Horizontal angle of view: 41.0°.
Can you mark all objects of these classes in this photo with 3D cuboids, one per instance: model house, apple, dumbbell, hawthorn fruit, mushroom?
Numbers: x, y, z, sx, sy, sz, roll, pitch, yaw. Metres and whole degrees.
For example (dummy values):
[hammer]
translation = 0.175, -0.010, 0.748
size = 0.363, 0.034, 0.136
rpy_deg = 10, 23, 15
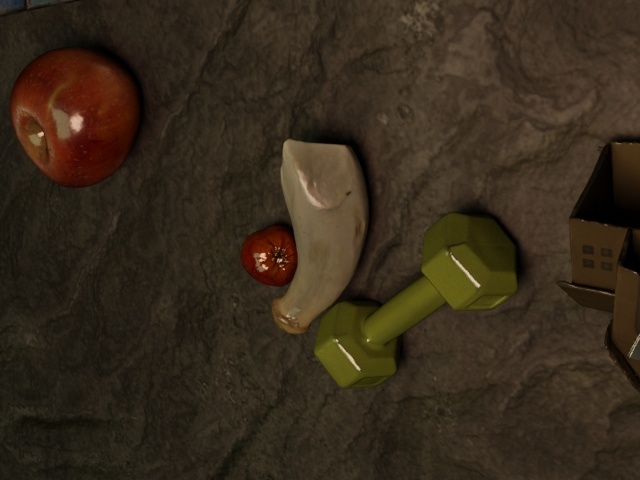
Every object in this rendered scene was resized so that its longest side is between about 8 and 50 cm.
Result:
[model house]
translation = 0.342, 0.066, 0.822
size = 0.211, 0.204, 0.243
rpy_deg = 14, 136, 32
[apple]
translation = -0.351, -0.183, 1.252
size = 0.201, 0.162, 0.201
rpy_deg = 29, 136, 32
[dumbbell]
translation = 0.110, 0.081, 1.050
size = 0.302, 0.121, 0.108
rpy_deg = -42, 55, 42
[hawthorn fruit]
translation = -0.068, 0.022, 1.186
size = 0.093, 0.093, 0.093
rpy_deg = 17, 121, 31
[mushroom]
translation = 0.000, 0.000, 1.091
size = 0.118, 0.103, 0.270
rpy_deg = 7, 111, 7

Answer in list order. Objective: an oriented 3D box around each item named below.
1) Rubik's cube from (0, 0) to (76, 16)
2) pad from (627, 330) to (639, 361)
[Rubik's cube]
translation = -0.388, -0.469, 1.046
size = 0.293, 0.292, 0.286
rpy_deg = 30, 128, 26
[pad]
translation = 0.391, 0.060, 0.701
size = 0.243, 0.004, 0.163
rpy_deg = 16, 112, -13
